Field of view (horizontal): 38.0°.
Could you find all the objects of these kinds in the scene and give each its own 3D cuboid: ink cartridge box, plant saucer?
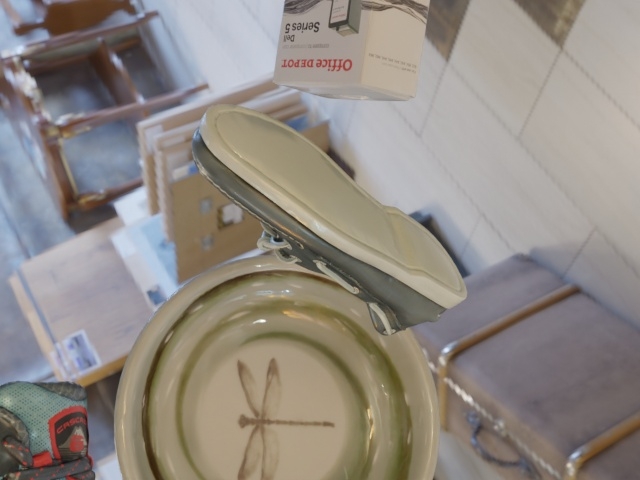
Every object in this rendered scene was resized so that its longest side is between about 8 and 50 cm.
[{"bbox_3d":[0.050,-0.345,1.326,0.198,0.114,0.273,12,94,48],"label":"ink cartridge box"},{"bbox_3d":[-0.053,0.221,1.135,0.401,0.400,0.100,65,158,5],"label":"plant saucer"}]

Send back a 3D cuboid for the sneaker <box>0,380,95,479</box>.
[{"bbox_3d":[-0.140,0.117,0.394,0.262,0.125,0.104,45,168,11],"label":"sneaker"}]

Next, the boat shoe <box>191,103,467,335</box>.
[{"bbox_3d":[0.000,0.000,0.785,0.099,0.319,0.116,-38,45,23],"label":"boat shoe"}]
